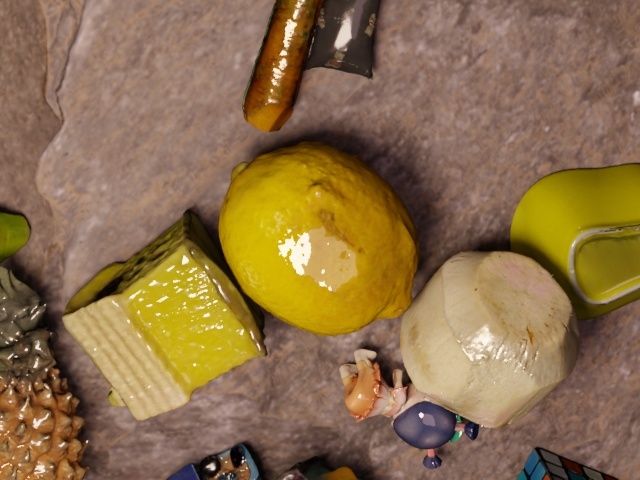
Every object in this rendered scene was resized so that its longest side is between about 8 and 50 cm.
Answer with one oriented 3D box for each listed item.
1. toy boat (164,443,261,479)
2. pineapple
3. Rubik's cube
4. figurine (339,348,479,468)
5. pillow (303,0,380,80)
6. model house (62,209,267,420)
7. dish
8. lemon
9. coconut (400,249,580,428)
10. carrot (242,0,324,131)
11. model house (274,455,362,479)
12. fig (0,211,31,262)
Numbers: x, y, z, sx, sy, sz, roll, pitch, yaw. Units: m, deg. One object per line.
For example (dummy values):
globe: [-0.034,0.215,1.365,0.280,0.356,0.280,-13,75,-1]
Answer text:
toy boat: [-0.183,0.368,1.916,0.223,0.100,0.097,-36,138,3]
pineapple: [-0.410,0.196,1.794,0.223,0.223,0.357,2,98,-8]
Rubik's cube: [0.356,0.416,1.977,0.155,0.154,0.151,24,104,-13]
figurine: [0.118,0.236,1.919,0.195,0.102,0.111,20,138,-17]
pillow: [0.031,-0.283,1.762,0.090,0.048,0.150,12,109,13]
model house: [-0.208,0.112,1.795,0.234,0.175,0.193,-34,109,1]
dish: [0.398,0.012,1.875,0.262,0.108,0.221,-14,110,-2]
lemon: [0.000,0.000,1.761,0.288,0.233,0.233,36,100,-5]
coconut: [0.221,0.136,1.827,0.241,0.241,0.241,-2,108,-7]
carrot: [-0.037,-0.262,1.737,0.070,0.070,0.260,14,112,-11]
model house: [-0.050,0.428,1.847,0.280,0.230,0.249,-43,144,6]
fig: [-0.494,0.011,1.742,0.275,0.206,0.206,-4,110,-30]
